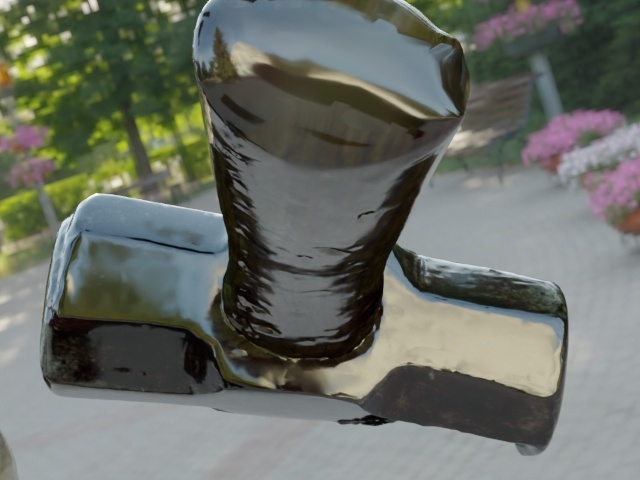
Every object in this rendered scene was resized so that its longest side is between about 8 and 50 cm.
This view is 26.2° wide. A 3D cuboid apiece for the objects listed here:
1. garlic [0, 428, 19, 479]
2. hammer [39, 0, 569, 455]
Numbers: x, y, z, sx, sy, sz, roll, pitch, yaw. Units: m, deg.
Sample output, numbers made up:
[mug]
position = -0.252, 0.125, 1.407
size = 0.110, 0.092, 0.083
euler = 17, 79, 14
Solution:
[garlic]
position = -0.229, 0.142, 0.564
size = 0.228, 0.228, 0.152
euler = -21, 6, -24
[hammer]
position = 0.000, 0.000, 0.506
size = 0.242, 0.095, 0.409
euler = 8, -16, -1
